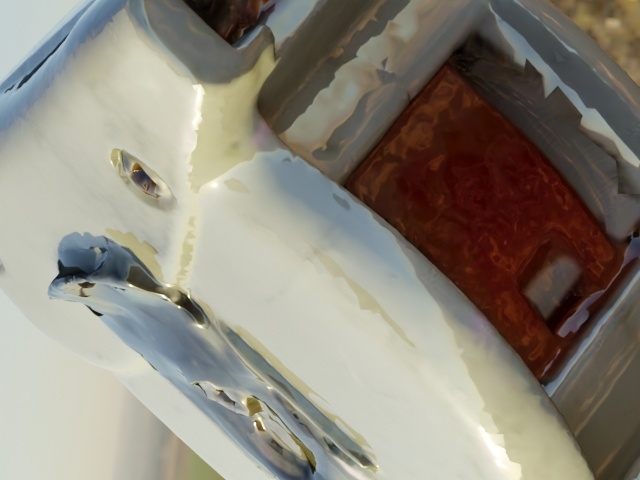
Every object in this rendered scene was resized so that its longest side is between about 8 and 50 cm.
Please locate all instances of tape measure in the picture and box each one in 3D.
[{"bbox_3d":[0.000,0.000,0.606,0.130,0.265,0.258,-50,11,-24],"label":"tape measure"}]
